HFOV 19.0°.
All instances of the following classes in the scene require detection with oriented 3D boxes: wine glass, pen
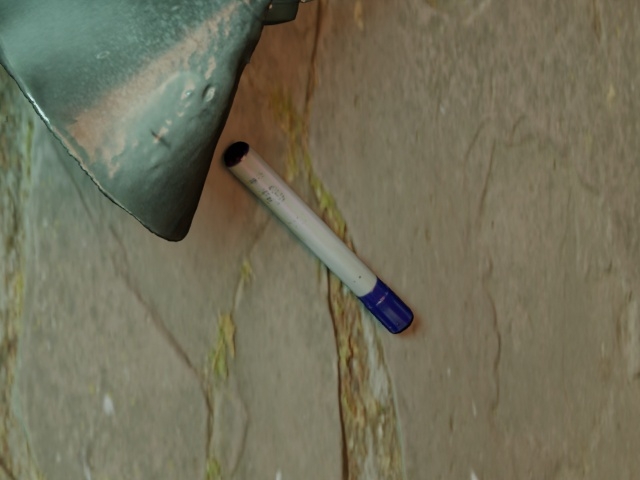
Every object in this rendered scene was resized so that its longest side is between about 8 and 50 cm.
[{"bbox_3d":[-0.038,-0.215,1.532,0.406,0.267,0.267,-35,121,13],"label":"wine glass"},{"bbox_3d":[0.000,0.000,1.842,0.269,0.033,0.033,45,69,-31],"label":"pen"}]

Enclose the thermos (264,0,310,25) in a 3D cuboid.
[{"bbox_3d":[-0.046,-0.336,1.703,0.182,0.145,0.286,-6,100,-26],"label":"thermos"}]
